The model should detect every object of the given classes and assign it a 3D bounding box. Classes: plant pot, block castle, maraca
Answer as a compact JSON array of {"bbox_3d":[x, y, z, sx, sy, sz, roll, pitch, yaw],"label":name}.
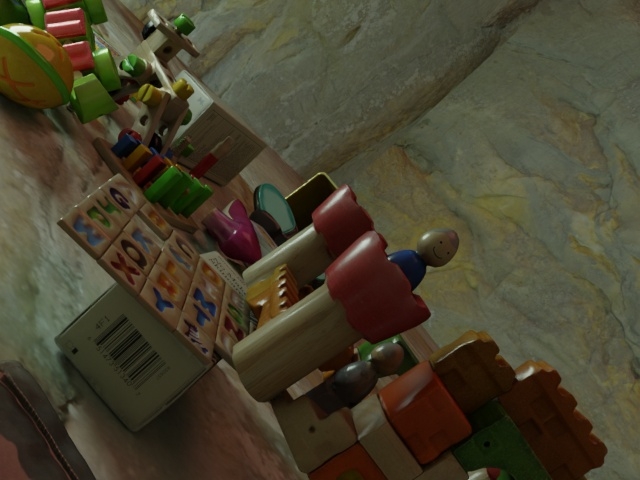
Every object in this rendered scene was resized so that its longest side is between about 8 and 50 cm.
[{"bbox_3d":[0.000,0.000,1.679,0.212,0.212,0.187,51,-5,25],"label":"plant pot"},{"bbox_3d":[0.122,0.171,0.677,0.453,0.212,0.303,55,5,-13],"label":"block castle"},{"bbox_3d":[-0.394,-0.229,0.908,0.127,0.099,0.185,49,-20,-19],"label":"maraca"}]

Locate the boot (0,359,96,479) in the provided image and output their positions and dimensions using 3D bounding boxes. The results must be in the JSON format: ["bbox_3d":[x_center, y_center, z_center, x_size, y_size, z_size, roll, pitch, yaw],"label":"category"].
[{"bbox_3d":[-0.140,0.166,0.408,0.208,0.076,0.189,43,3,16],"label":"boot"}]

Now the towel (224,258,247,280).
[{"bbox_3d":[-0.125,0.080,1.114,0.110,0.027,0.148,51,7,21],"label":"towel"}]

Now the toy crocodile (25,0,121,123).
[{"bbox_3d":[-0.388,-0.323,1.043,0.105,0.115,0.341,97,-24,-67],"label":"toy crocodile"}]

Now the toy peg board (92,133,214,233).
[{"bbox_3d":[-0.261,-0.109,1.105,0.161,0.079,0.161,51,7,21],"label":"toy peg board"}]

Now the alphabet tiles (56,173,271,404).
[{"bbox_3d":[-0.121,0.043,0.613,0.237,0.009,0.198,47,7,-14],"label":"alphabet tiles"}]

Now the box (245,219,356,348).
[{"bbox_3d":[-0.057,0.099,1.276,0.324,0.063,0.067,51,9,23],"label":"box"}]

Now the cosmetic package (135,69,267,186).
[{"bbox_3d":[-0.262,-0.245,1.543,0.113,0.160,0.309,49,6,19],"label":"cosmetic package"}]

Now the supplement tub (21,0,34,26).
[{"bbox_3d":[-0.560,-0.587,1.260,0.325,0.235,0.235,46,7,-17],"label":"supplement tub"}]

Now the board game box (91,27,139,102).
[{"bbox_3d":[-0.505,-0.431,1.600,0.124,0.039,0.259,42,7,-47],"label":"board game box"}]

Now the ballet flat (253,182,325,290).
[{"bbox_3d":[-0.086,0.006,1.512,0.095,0.096,0.281,-14,65,-43],"label":"ballet flat"}]

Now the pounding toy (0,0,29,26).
[{"bbox_3d":[-0.526,-0.416,1.044,0.183,0.110,0.237,51,7,27],"label":"pounding toy"}]

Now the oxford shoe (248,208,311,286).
[{"bbox_3d":[-0.090,0.036,1.436,0.212,0.076,0.076,58,-31,6],"label":"oxford shoe"}]

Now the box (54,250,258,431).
[{"bbox_3d":[-0.141,0.086,0.687,0.113,0.094,0.275,49,7,1],"label":"box"}]

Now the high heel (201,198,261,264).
[{"bbox_3d":[-0.142,-0.011,1.214,0.117,0.082,0.244,44,-2,-3],"label":"high heel"}]

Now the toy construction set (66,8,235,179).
[{"bbox_3d":[-0.277,-0.272,1.255,0.309,0.237,0.257,43,8,-36],"label":"toy construction set"}]
